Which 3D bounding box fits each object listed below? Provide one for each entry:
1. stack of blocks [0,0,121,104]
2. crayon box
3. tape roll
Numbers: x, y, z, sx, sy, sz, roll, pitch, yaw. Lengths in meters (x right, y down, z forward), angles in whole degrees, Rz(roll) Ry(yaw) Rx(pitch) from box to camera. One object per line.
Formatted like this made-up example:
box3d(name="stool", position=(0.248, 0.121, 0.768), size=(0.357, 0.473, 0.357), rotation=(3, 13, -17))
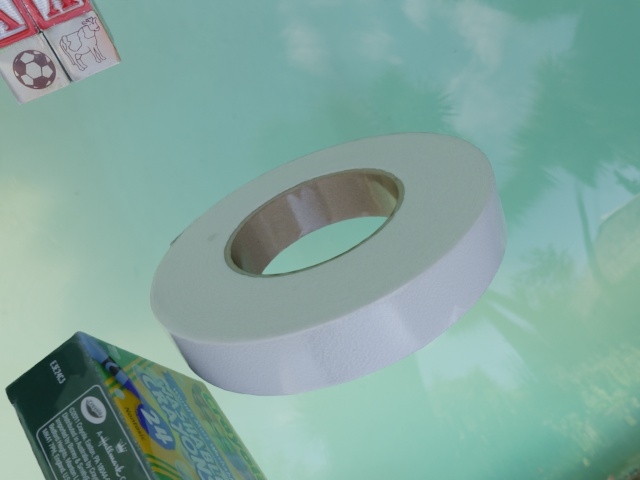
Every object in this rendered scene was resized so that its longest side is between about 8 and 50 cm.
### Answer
box3d(name="stack of blocks", position=(-0.276, -0.253, 0.502), size=(0.087, 0.297, 0.171), rotation=(-27, 124, -8))
box3d(name="crayon box", position=(-0.145, 0.230, 0.555), size=(0.083, 0.203, 0.323), rotation=(-39, 154, -7))
box3d(name="tape roll", position=(0.000, 0.000, 0.595), size=(0.392, 0.392, 0.072), rotation=(-28, 118, -6))
